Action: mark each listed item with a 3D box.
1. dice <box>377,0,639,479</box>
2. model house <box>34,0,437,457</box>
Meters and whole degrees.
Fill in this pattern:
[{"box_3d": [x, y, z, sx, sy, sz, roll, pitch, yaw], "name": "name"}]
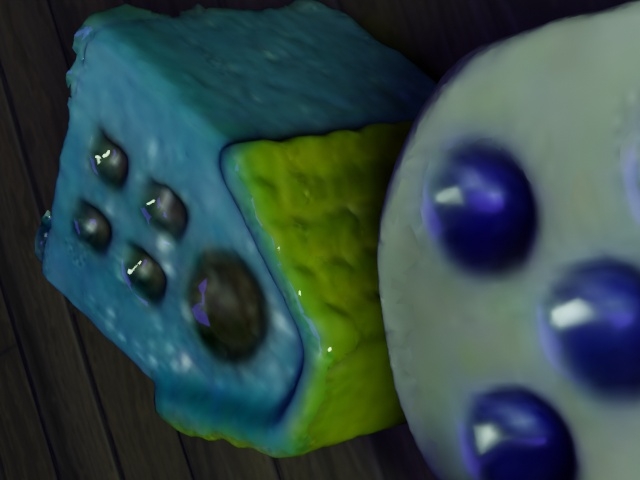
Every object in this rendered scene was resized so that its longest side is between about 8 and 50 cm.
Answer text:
[{"box_3d": [0.197, 0.026, 0.516, 0.251, 0.259, 0.243, -6, 91, 48], "name": "dice"}, {"box_3d": [0.000, 0.000, 0.746, 0.303, 0.237, 0.215, 39, 125, 34], "name": "model house"}]
